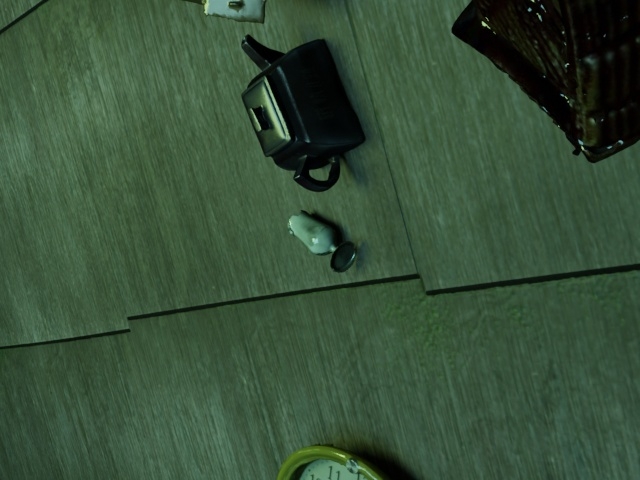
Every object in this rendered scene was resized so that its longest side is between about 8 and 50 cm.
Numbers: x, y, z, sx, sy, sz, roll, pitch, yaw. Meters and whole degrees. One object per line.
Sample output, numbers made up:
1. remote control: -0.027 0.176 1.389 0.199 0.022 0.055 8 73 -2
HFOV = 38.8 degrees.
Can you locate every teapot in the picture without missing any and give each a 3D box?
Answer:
1. teapot: -0.033 -0.132 0.938 0.087 0.096 0.177 -26 85 48

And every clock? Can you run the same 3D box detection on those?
1. clock: 0.043 0.339 1.053 0.237 0.057 0.237 17 116 40

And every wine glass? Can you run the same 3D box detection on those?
1. wine glass: 0.000 0.000 0.996 0.083 0.042 0.039 35 89 37

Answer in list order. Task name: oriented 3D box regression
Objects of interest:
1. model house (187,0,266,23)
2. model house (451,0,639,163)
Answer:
1. model house: -0.049 -0.287 0.837 0.248 0.180 0.176 26 122 41
2. model house: 0.223 -0.233 0.583 0.317 0.297 0.283 -33 87 9
